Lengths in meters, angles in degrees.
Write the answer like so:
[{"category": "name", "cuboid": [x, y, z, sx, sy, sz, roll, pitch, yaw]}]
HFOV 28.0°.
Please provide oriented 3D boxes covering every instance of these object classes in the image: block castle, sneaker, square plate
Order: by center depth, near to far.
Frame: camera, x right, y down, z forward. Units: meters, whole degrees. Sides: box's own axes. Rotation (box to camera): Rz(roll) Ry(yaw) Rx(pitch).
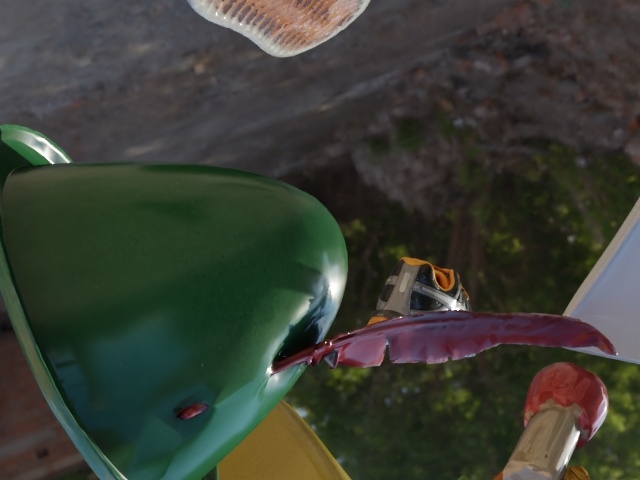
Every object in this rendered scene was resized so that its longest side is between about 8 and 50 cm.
[{"category": "sneaker", "cuboid": [-0.050, -0.202, 0.777, 0.108, 0.121, 0.302, -32, 171, 4]}, {"category": "sneaker", "cuboid": [0.109, 0.062, 1.224, 0.084, 0.083, 0.215, 15, -178, 18]}, {"category": "block castle", "cuboid": [0.235, 0.369, 1.413, 0.453, 0.303, 0.213, -52, 177, 37]}, {"category": "square plate", "cuboid": [0.460, -0.002, 1.444, 0.344, 0.347, 0.049, 14, -155, -31]}]

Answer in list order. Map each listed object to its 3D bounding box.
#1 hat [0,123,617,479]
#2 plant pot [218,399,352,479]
[{"category": "hat", "cuboid": [0.000, 0.000, 0.492, 0.183, 0.173, 0.208, -25, 171, 5]}, {"category": "plant pot", "cuboid": [-0.015, 0.252, 0.780, 0.212, 0.212, 0.187, -41, -165, -14]}]
